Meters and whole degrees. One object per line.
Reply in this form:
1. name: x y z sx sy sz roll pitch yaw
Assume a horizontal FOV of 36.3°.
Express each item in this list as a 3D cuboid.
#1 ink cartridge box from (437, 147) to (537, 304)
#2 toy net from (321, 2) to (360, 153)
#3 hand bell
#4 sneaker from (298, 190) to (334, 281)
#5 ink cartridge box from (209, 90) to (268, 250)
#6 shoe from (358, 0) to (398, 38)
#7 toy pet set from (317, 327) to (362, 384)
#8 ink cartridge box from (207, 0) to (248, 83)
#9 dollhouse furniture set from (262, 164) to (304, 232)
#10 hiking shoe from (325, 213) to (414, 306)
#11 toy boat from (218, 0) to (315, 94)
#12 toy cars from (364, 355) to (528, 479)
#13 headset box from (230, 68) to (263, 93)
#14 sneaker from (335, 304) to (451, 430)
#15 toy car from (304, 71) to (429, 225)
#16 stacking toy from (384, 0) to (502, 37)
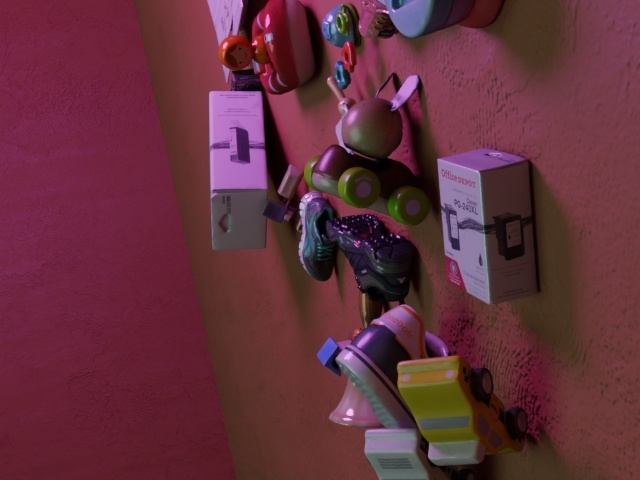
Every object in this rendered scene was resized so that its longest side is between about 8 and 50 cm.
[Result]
1. ink cartridge box: 0.182 -0.019 1.078 0.109 0.063 0.150 -147 47 -68
2. toy net: 0.048 -0.231 1.440 0.122 0.045 0.232 -152 51 -67
3. hand bell: 0.080 0.164 1.543 0.126 0.126 0.242 -178 90 -74
4. sneaker: 0.000 0.000 1.729 0.076 0.065 0.166 -144 44 -62
5. ink cartridge box: -0.169 -0.142 1.995 0.197 0.114 0.272 96 171 -53
6. shoe: 0.089 -0.290 1.226 0.178 0.064 0.081 -119 21 -60
7. toy pet set: 0.041 0.211 1.720 0.114 0.065 0.122 -135 37 -63
8. ink cartridge box: -0.170 -0.499 1.952 0.296 0.066 0.261 120 138 -67
9. dollhouse furniture set: -0.043 -0.091 1.887 0.081 0.091 0.114 -68 4 -65
10. hiking shoe: 0.067 0.032 1.468 0.227 0.086 0.114 -139 44 -64
11. toy boat: -0.101 -0.329 1.679 0.231 0.151 0.151 177 82 -74
12. toy cars: 0.143 0.264 1.186 0.393 0.177 0.087 104 -178 -57
13. headset box: -0.152 -0.321 2.022 0.083 0.062 0.032 104 153 -55
14. sneaker: 0.133 0.204 1.325 0.126 0.127 0.321 37 166 35
15. toy car: 0.082 -0.133 1.307 0.155 0.149 0.188 29 100 65
16. stacking toy: 0.098 -0.381 1.000 0.309 0.130 0.279 100 154 -51
